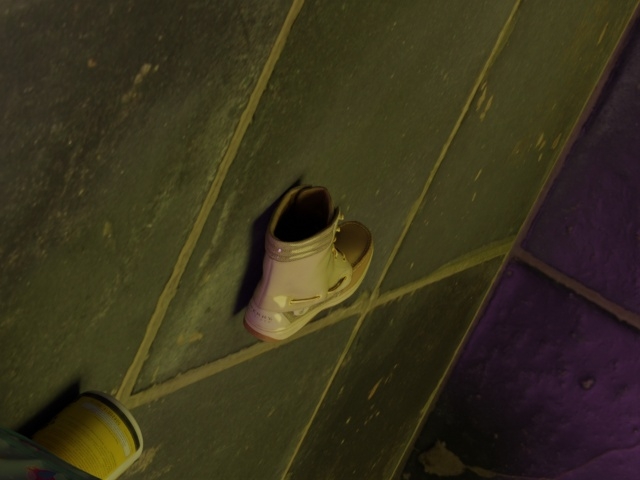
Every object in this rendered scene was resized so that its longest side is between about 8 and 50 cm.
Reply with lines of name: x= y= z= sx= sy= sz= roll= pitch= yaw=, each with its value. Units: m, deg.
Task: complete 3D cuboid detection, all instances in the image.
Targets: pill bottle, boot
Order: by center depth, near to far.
pill bottle: x=-0.294 y=0.259 z=1.741 sx=0.184 sy=0.103 sz=0.103 roll=-41 pitch=155 yaw=-42
boot: x=0.000 y=0.000 z=2.111 sx=0.262 sy=0.095 sz=0.203 roll=-37 pitch=151 yaw=-39

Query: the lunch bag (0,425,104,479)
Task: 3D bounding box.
lunch bag: x=-0.287 y=0.288 z=1.538 sx=0.108 sy=0.279 sz=0.224 roll=-63 pitch=172 yaw=15
